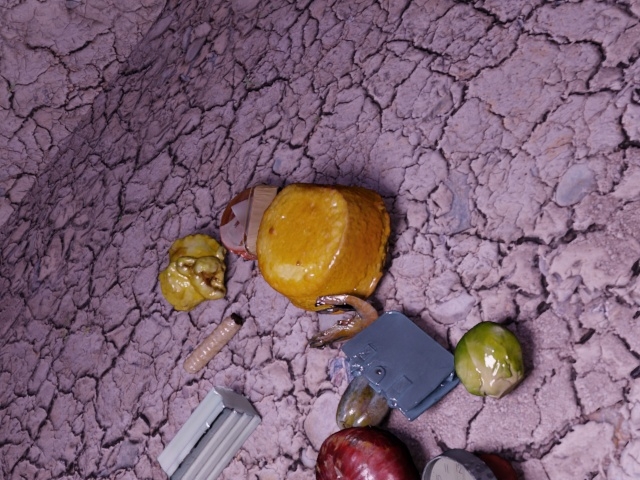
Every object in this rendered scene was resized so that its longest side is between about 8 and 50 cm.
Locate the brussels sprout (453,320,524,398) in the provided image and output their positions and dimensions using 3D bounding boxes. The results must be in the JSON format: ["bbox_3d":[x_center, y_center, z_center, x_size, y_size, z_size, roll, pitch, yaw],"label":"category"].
[{"bbox_3d":[0.339,0.235,1.516,0.155,0.118,0.155,0,90,43],"label":"brussels sprout"}]

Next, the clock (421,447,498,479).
[{"bbox_3d":[0.266,0.496,1.411,0.215,0.042,0.214,26,121,55],"label":"clock"}]

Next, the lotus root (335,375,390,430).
[{"bbox_3d":[0.109,0.343,1.679,0.113,0.088,0.192,19,68,38],"label":"lotus root"}]

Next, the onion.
[{"bbox_3d":[0.098,0.490,1.541,0.246,0.190,0.246,15,110,50],"label":"onion"}]

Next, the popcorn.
[{"bbox_3d":[-0.350,0.101,2.174,0.203,0.200,0.226,24,51,20],"label":"popcorn"}]

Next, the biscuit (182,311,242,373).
[{"bbox_3d":[-0.295,0.284,2.095,0.219,0.055,0.061,-45,10,12],"label":"biscuit"}]

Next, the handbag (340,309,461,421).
[{"bbox_3d":[0.168,0.264,1.632,0.179,0.062,0.229,-35,46,-16],"label":"handbag"}]

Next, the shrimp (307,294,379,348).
[{"bbox_3d":[0.029,0.193,1.793,0.219,0.152,0.046,-30,36,33],"label":"shrimp"}]

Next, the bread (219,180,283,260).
[{"bbox_3d":[-0.179,-0.052,2.109,0.212,0.142,0.224,-8,64,35],"label":"bread"}]

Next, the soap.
[{"bbox_3d":[-0.276,0.494,1.899,0.261,0.150,0.094,-53,48,6],"label":"soap"}]

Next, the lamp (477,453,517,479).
[{"bbox_3d":[0.321,0.452,1.435,0.101,0.090,0.101,5,103,22],"label":"lamp"}]

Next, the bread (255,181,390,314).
[{"bbox_3d":[-0.002,0.001,1.872,0.358,0.204,0.336,4,72,46],"label":"bread"}]
